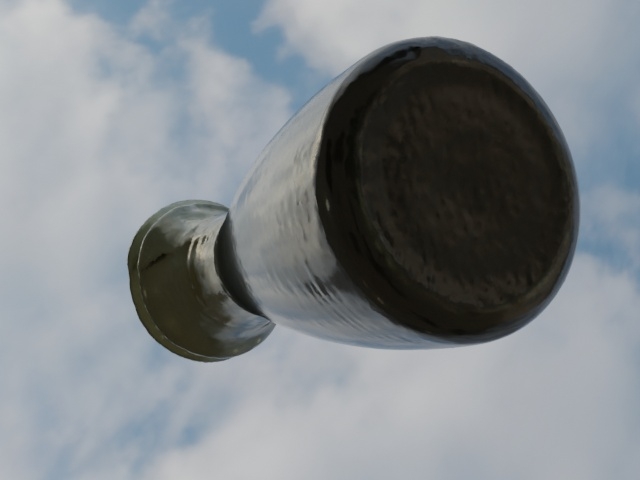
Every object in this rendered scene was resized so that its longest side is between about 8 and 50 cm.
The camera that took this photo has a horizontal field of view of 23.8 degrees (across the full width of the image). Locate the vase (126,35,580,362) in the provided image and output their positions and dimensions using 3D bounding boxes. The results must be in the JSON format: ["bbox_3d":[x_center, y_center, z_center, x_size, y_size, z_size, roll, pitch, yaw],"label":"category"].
[{"bbox_3d":[0.000,0.000,0.949,0.321,0.173,0.173,-22,-82,58],"label":"vase"}]
